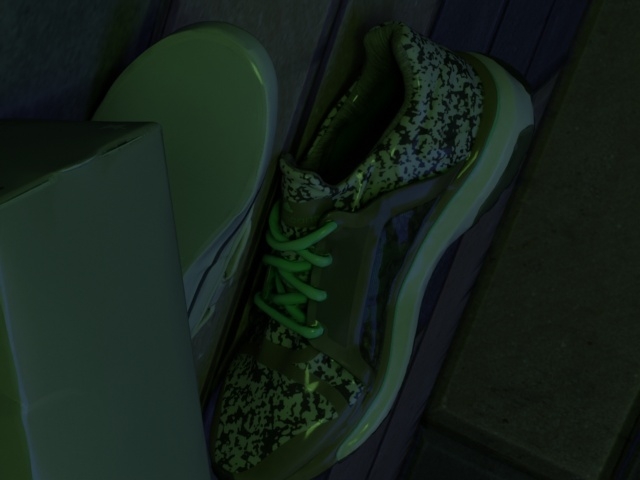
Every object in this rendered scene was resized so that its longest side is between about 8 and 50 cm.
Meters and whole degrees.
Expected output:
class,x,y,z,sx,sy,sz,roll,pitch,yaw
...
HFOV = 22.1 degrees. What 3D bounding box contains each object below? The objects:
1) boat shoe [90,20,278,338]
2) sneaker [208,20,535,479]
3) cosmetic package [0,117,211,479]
class,x,y,z,sx,sy,sz,roll,pitch,yaw
boat shoe,-0.080,-0.014,0.909,0.088,0.096,0.267,-55,165,-55
sneaker,0.000,0.000,1.286,0.182,0.158,0.410,33,83,-46
cosmetic package,-0.119,0.076,0.680,0.127,0.107,0.238,-33,118,-57
